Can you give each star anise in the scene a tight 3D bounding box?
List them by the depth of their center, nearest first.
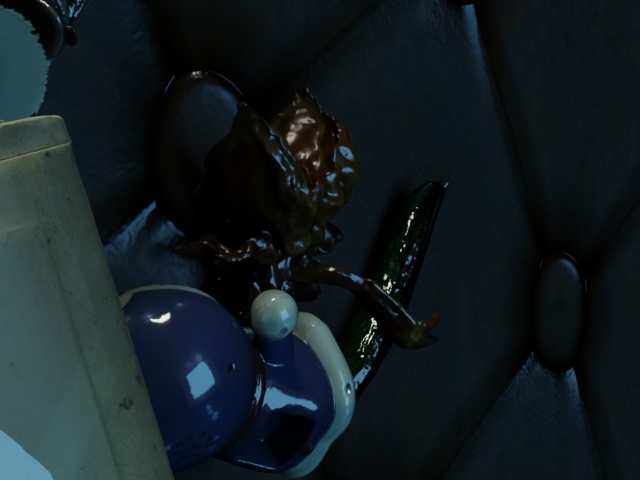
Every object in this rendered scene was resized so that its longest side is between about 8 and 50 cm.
[{"bbox_3d":[-0.006,0.002,1.427,0.346,0.148,0.237,46,57,-33],"label":"star anise"}]

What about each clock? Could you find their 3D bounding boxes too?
[{"bbox_3d":[-0.091,0.115,1.284,0.243,0.199,0.146,13,38,-44],"label":"clock"}]

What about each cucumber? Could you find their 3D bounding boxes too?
[{"bbox_3d":[0.067,0.055,1.611,0.056,0.056,0.284,51,54,-42],"label":"cucumber"}]

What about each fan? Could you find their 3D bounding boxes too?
[{"bbox_3d":[-0.323,-0.083,1.018,0.329,0.191,0.009,-11,56,-35],"label":"fan"}]

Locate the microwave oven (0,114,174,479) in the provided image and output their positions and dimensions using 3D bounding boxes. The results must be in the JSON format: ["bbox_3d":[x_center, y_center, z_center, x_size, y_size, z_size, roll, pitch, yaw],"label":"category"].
[{"bbox_3d":[-0.318,0.117,0.840,0.394,0.247,0.333,-20,96,-42],"label":"microwave oven"}]

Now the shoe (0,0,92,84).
[{"bbox_3d":[-0.219,-0.171,1.143,0.227,0.125,0.099,-42,121,-44],"label":"shoe"}]
